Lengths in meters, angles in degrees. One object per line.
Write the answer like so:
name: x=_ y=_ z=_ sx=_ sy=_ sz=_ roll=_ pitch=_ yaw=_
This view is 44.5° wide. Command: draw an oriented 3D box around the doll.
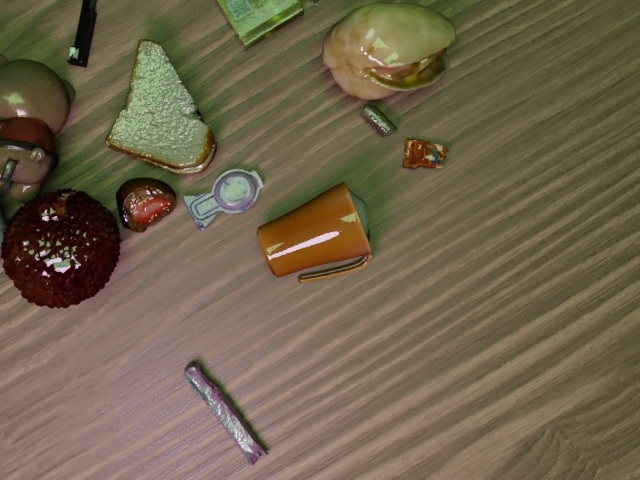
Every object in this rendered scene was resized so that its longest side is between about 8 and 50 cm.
doll: x=-0.677 y=-0.259 z=1.776 sx=0.235 sy=0.174 sz=0.329 roll=18 pitch=65 yaw=-43

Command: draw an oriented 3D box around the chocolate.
chocolate: x=-0.408 y=-0.089 z=1.844 sx=0.133 sy=0.124 sz=0.127 roll=-9 pitch=72 yaw=-23

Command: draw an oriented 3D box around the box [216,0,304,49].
box: x=-0.192 y=-0.644 z=1.907 sx=0.173 sy=0.043 sz=0.311 roll=-32 pitch=90 yaw=-1

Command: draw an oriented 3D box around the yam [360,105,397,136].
yam: x=0.144 y=-0.293 z=1.924 sx=0.043 sy=0.043 sz=0.094 roll=-44 pitch=91 yaw=-4

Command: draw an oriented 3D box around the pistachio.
pistachio: x=0.161 y=-0.452 z=1.845 sx=0.321 sy=0.229 sz=0.238 roll=-9 pitch=55 yaw=-12

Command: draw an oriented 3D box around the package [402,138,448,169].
package: x=0.259 y=-0.209 z=1.934 sx=0.111 sy=0.033 sz=0.077 roll=10 pitch=97 yaw=1

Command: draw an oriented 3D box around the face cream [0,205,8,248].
face cream: x=-0.811 y=-0.032 z=1.784 sx=0.177 sy=0.177 sz=0.152 roll=-20 pitch=88 yaw=-4

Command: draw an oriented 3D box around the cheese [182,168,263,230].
cheese: x=-0.230 y=-0.106 z=1.893 sx=0.191 sy=0.042 sz=0.105 roll=-30 pitch=89 yaw=-2

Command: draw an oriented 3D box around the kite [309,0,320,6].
kite: x=-0.025 y=-0.640 z=1.941 sx=0.222 sy=0.008 sz=0.125 roll=-19 pitch=92 yaw=-4

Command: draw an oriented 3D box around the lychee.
lychee: x=-0.580 y=0.011 z=1.753 sx=0.264 sy=0.264 sz=0.300 roll=9 pitch=126 yaw=-4

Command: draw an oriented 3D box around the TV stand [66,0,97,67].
TV stand: x=-0.564 y=-0.549 z=1.880 sx=0.040 sy=0.049 sz=0.256 roll=10 pitch=88 yaw=-2

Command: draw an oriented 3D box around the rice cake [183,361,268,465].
rice cake: x=-0.228 y=0.412 z=1.861 sx=0.051 sy=0.081 sz=0.290 roll=-37 pitch=91 yaw=9

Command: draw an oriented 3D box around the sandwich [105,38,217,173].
sandwich: x=-0.353 y=-0.311 z=1.862 sx=0.254 sy=0.099 sz=0.288 roll=15 pitch=87 yaw=3

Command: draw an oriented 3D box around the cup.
cup: x=0.000 y=0.000 z=1.860 sx=0.264 sy=0.182 sz=0.226 roll=-21 pitch=121 yaw=3
